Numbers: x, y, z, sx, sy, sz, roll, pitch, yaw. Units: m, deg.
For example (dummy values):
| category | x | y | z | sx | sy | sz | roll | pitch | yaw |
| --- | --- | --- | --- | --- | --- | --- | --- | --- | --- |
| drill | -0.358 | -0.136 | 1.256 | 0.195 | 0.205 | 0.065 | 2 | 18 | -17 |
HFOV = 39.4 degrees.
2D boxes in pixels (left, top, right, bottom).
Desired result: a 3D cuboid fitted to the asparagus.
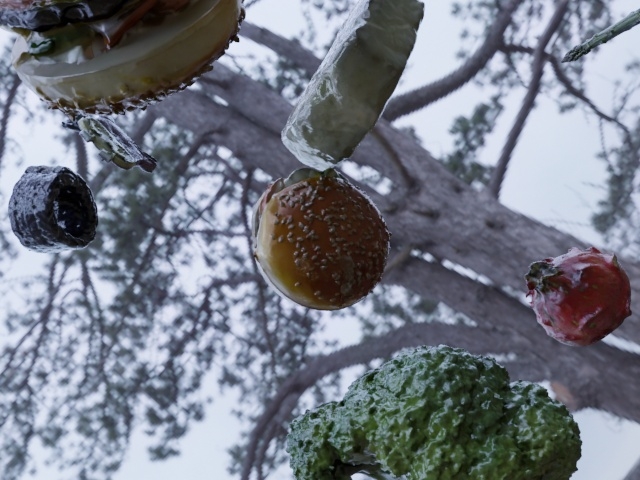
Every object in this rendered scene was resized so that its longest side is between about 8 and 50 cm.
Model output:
| category | x | y | z | sx | sy | sz | roll | pitch | yaw |
| --- | --- | --- | --- | --- | --- | --- | --- | --- | --- |
| asparagus | 0.257 | -0.184 | 0.809 | 0.015 | 0.014 | 0.114 | -11 | -6 | -22 |

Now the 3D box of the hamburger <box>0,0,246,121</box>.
| category | x | y | z | sx | sy | sz | roll | pitch | yaw |
| --- | --- | --- | --- | --- | --- | --- | --- | --- | --- |
| hamburger | -0.224 | -0.269 | 0.946 | 0.291 | 0.291 | 0.225 | -42 | -46 | -24 |

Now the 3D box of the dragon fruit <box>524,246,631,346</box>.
| category | x | y | z | sx | sy | sz | roll | pitch | yaw |
| --- | --- | --- | --- | --- | --- | --- | --- | --- | --- |
| dragon fruit | 0.351 | 0.069 | 1.263 | 0.111 | 0.153 | 0.153 | 26 | -79 | -40 |

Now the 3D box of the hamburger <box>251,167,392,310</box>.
| category | x | y | z | sx | sy | sz | roll | pitch | yaw |
| --- | --- | --- | --- | --- | --- | --- | --- | --- | --- |
| hamburger | -0.003 | 0.002 | 1.371 | 0.237 | 0.237 | 0.147 | -38 | -10 | -32 |

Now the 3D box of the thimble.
| category | x | y | z | sx | sy | sz | roll | pitch | yaw |
| --- | --- | --- | --- | --- | --- | --- | --- | --- | --- |
| thimble | -0.307 | -0.031 | 1.035 | 0.095 | 0.066 | 0.104 | -68 | -28 | -47 |

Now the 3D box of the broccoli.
| category | x | y | z | sx | sy | sz | roll | pitch | yaw |
| --- | --- | --- | --- | --- | --- | --- | --- | --- | --- |
| broccoli | 0.094 | 0.241 | 0.914 | 0.254 | 0.186 | 0.302 | 21 | -54 | -27 |

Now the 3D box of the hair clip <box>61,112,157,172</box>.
| category | x | y | z | sx | sy | sz | roll | pitch | yaw |
| --- | --- | --- | --- | --- | --- | --- | --- | --- | --- |
| hair clip | -0.413 | -0.195 | 1.722 | 0.056 | 0.187 | 0.146 | -57 | -7 | 17 |

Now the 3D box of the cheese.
| category | x | y | z | sx | sy | sz | roll | pitch | yaw |
| --- | --- | --- | --- | --- | --- | --- | --- | --- | --- |
| cheese | 0.057 | -0.262 | 1.415 | 0.318 | 0.115 | 0.326 | -60 | 9 | -4 |
